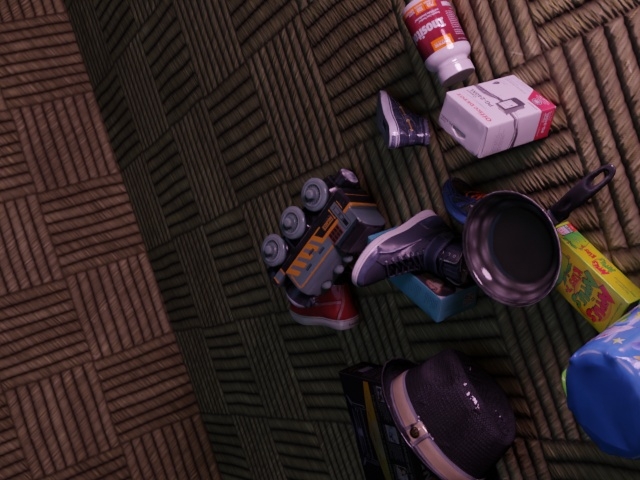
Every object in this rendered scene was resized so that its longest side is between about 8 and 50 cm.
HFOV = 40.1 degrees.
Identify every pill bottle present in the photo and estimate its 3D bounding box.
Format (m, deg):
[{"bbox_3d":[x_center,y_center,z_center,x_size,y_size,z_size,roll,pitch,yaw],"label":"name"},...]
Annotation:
[{"bbox_3d":[0.210,-0.351,1.537,0.152,0.086,0.086,66,151,10],"label":"pill bottle"}]

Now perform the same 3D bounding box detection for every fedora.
[{"bbox_3d":[0.275,0.333,1.719,0.152,0.334,0.334,-45,62,22],"label":"fedora"}]

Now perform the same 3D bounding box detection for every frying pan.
[{"bbox_3d":[0.341,-0.038,1.432,0.197,0.053,0.326,43,129,31],"label":"frying pan"}]

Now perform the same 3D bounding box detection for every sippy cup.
[{"bbox_3d":[0.478,0.193,1.238,0.240,0.224,0.305,51,145,33],"label":"sippy cup"}]

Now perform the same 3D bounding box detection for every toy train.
[{"bbox_3d":[0.000,0.000,1.987,0.334,0.142,0.190,-53,56,26],"label":"toy train"}]

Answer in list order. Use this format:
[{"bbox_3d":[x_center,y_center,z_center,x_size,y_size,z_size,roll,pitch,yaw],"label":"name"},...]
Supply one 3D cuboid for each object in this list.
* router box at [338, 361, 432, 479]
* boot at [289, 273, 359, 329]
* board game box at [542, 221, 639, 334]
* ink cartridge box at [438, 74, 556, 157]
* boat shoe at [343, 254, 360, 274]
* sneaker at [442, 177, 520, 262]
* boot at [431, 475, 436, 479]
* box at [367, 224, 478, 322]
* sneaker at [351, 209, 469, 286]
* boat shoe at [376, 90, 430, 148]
[{"bbox_3d":[0.169,0.457,2.096,0.243,0.081,0.308,1,107,61],"label":"router box"},{"bbox_3d":[-0.004,0.124,2.207,0.244,0.088,0.176,0,106,52],"label":"boot"},{"bbox_3d":[0.434,0.064,1.430,0.181,0.043,0.092,51,146,33],"label":"board game box"},{"bbox_3d":[0.285,-0.203,1.422,0.109,0.151,0.063,49,145,36],"label":"ink cartridge box"},{"bbox_3d":[0.052,0.050,2.054,0.068,0.072,0.190,53,160,-24],"label":"boat shoe"},{"bbox_3d":[0.309,-0.053,1.563,0.221,0.083,0.087,41,132,31],"label":"sneaker"},{"bbox_3d":[0.319,0.554,1.864,0.295,0.104,0.211,1,107,65],"label":"boot"},{"bbox_3d":[0.202,0.062,1.782,0.244,0.101,0.060,42,140,42],"label":"box"},{"bbox_3d":[0.184,0.045,1.681,0.163,0.226,0.086,42,159,38],"label":"sneaker"},{"bbox_3d":[0.161,-0.235,1.727,0.183,0.083,0.065,-99,13,-51],"label":"boat shoe"}]
